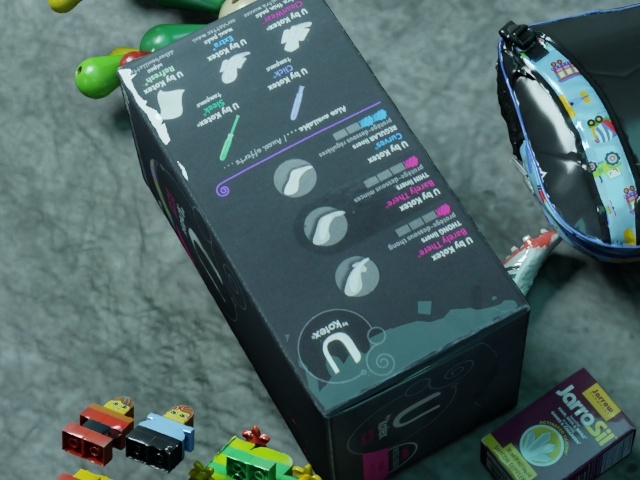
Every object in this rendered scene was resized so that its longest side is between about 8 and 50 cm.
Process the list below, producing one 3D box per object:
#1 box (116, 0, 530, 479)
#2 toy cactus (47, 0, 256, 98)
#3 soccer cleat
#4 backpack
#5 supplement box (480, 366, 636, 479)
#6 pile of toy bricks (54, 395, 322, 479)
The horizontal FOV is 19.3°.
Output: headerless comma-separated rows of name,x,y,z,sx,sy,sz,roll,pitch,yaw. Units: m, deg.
box,0.000,0.000,1.181,0.143,0.165,0.270,-28,65,-10
toy cactus,-0.079,-0.179,1.319,0.180,0.112,0.219,28,60,6
soccer cleat,0.130,0.024,1.239,0.083,0.029,0.035,-34,76,-9
backpack,0.203,-0.061,1.224,0.158,0.117,0.173,-13,64,-3
supplement box,0.148,0.129,1.177,0.083,0.043,0.055,-35,66,-13
pile of toy bricks,-0.055,0.154,1.157,0.212,0.118,0.105,18,34,22
